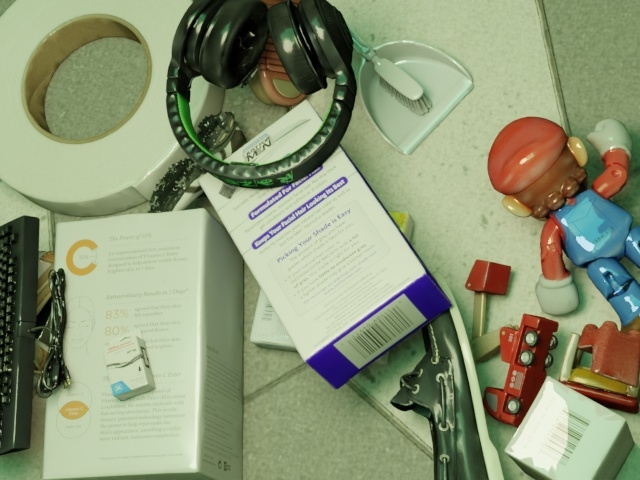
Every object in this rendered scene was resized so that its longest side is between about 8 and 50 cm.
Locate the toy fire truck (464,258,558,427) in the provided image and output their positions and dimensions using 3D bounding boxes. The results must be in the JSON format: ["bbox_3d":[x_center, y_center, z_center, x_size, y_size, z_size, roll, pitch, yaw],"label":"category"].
[{"bbox_3d":[0.231,0.129,1.742,0.135,0.047,0.192,16,93,48],"label":"toy fire truck"}]

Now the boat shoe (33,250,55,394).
[{"bbox_3d":[-0.413,0.155,1.900,0.103,0.113,0.302,6,73,24],"label":"boat shoe"}]

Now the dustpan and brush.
[{"bbox_3d":[0.089,-0.238,1.912,0.147,0.060,0.211,-47,66,-2],"label":"dustpan and brush"}]

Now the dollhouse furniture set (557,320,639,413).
[{"bbox_3d":[0.448,0.206,1.582,0.374,0.201,0.152,11,76,19],"label":"dollhouse furniture set"}]

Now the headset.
[{"bbox_3d":[-0.060,-0.257,1.801,0.243,0.185,0.394,5,80,16],"label":"headset"}]

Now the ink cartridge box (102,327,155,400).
[{"bbox_3d":[-0.241,0.151,1.712,0.048,0.028,0.083,-21,67,9],"label":"ink cartridge box"}]

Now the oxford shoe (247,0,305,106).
[{"bbox_3d":[-0.111,-0.360,1.997,0.146,0.140,0.397,-26,66,37],"label":"oxford shoe"}]

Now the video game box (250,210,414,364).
[{"bbox_3d":[0.017,0.053,1.843,0.187,0.048,0.205,6,74,21],"label":"video game box"}]

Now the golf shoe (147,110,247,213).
[{"bbox_3d":[-0.158,-0.084,1.897,0.077,0.094,0.198,1,49,49],"label":"golf shoe"}]

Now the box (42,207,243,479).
[{"bbox_3d":[-0.227,0.152,1.816,0.215,0.168,0.345,-5,71,15],"label":"box"}]

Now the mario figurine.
[{"bbox_3d":[0.342,-0.026,1.758,0.198,0.170,0.320,-30,73,-32],"label":"mario figurine"}]

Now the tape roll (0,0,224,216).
[{"bbox_3d":[-0.332,-0.224,2.026,0.392,0.072,0.392,-5,70,15],"label":"tape roll"}]

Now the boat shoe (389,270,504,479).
[{"bbox_3d":[0.145,0.208,1.712,0.113,0.127,0.340,-13,78,-1],"label":"boat shoe"}]

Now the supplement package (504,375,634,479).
[{"bbox_3d":[0.297,0.245,1.624,0.105,0.179,0.105,28,82,22],"label":"supplement package"}]

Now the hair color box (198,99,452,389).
[{"bbox_3d":[0.000,0.000,1.755,0.185,0.110,0.339,-36,55,5],"label":"hair color box"}]

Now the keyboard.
[{"bbox_3d":[-0.396,0.119,1.795,0.201,0.033,0.317,-17,66,36],"label":"keyboard"}]
